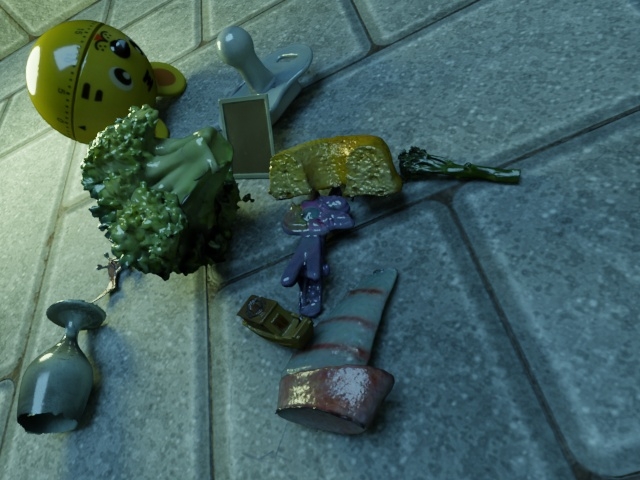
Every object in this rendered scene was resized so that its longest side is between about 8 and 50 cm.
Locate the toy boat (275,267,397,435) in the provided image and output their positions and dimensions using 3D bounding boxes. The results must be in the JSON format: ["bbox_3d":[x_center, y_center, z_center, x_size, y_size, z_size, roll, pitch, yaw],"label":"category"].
[{"bbox_3d":[0.040,0.152,0.760,0.206,0.096,0.282,-12,42,41],"label":"toy boat"}]

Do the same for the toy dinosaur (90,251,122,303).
[{"bbox_3d":[-0.470,0.053,1.136,0.108,0.032,0.220,6,59,35],"label":"toy dinosaur"}]

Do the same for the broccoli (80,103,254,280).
[{"bbox_3d":[-0.275,-0.110,0.952,0.280,0.293,0.348,-25,82,35],"label":"broccoli"}]

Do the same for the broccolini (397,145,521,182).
[{"bbox_3d":[0.246,-0.132,0.875,0.216,0.058,0.067,9,103,25],"label":"broccolini"}]

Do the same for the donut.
[{"bbox_3d":[0.035,-0.143,0.927,0.258,0.101,0.152,-2,24,25],"label":"donut"}]

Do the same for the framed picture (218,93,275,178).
[{"bbox_3d":[-0.162,-0.231,1.101,0.141,0.183,0.011,3,18,31],"label":"framed picture"}]

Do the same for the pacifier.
[{"bbox_3d":[-0.167,-0.402,1.163,0.244,0.233,0.300,21,69,41],"label":"pacifier"}]

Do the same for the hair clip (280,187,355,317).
[{"bbox_3d":[-0.005,-0.005,0.883,0.136,0.090,0.279,-5,55,19],"label":"hair clip"}]

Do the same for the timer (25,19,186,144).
[{"bbox_3d":[-0.598,-0.433,1.387,0.386,0.376,0.377,15,55,-13],"label":"timer"}]

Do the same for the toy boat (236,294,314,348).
[{"bbox_3d":[-0.078,0.131,0.801,0.200,0.077,0.057,3,52,56],"label":"toy boat"}]

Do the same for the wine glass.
[{"bbox_3d":[-0.505,0.243,0.956,0.126,0.126,0.241,-21,48,14],"label":"wine glass"}]
